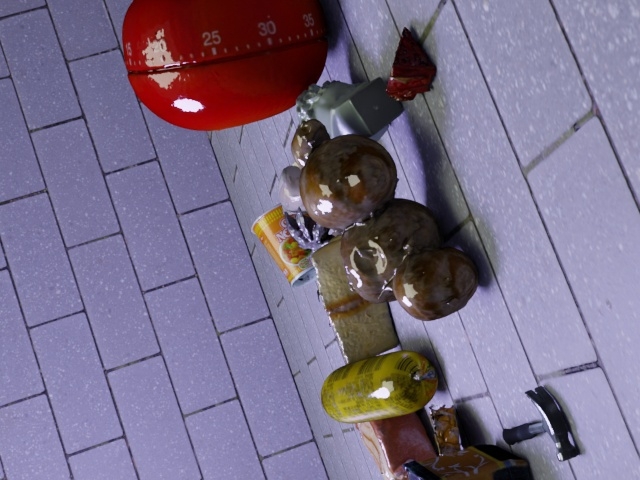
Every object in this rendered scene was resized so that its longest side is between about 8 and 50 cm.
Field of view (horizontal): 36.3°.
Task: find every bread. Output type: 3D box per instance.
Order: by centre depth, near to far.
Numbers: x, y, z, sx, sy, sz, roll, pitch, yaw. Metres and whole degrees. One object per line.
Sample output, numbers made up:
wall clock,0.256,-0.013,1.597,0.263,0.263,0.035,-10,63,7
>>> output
bread,0.076,0.119,2.056,0.142,0.178,0.266,-12,103,41
bread,0.161,0.419,2.072,0.244,0.123,0.190,-130,26,-58

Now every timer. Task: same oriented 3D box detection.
timer,-0.173,-0.354,1.801,0.378,0.378,0.279,-146,44,-72

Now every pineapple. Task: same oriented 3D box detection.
pineapple,0.237,0.389,1.737,0.221,0.047,0.221,-14,-90,-83

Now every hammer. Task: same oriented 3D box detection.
hammer,0.303,0.272,1.421,0.246,0.029,0.103,113,137,-75

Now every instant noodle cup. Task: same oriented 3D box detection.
instant noodle cup,-0.064,0.014,2.459,0.185,0.168,0.168,61,166,17

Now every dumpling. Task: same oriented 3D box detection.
dumpling,-0.046,-0.126,2.250,0.199,0.118,0.136,143,128,-58

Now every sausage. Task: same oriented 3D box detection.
sausage,0.110,0.291,1.920,0.347,0.123,0.123,-26,82,56

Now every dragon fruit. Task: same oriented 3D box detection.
dragon fruit,0.131,-0.235,1.423,0.131,0.063,0.097,102,-177,-61

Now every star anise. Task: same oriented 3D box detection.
star anise,0.000,0.000,2.196,0.204,0.061,0.180,49,146,-2

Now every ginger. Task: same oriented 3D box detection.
ginger,0.085,-0.036,1.516,0.375,0.176,0.256,54,166,2

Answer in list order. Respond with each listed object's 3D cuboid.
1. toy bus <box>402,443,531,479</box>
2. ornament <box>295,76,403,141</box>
toy bus,0.261,0.503,1.557,0.162,0.194,0.323,173,82,-78
ornament,0.042,-0.207,1.655,0.120,0.130,0.285,62,172,-19
